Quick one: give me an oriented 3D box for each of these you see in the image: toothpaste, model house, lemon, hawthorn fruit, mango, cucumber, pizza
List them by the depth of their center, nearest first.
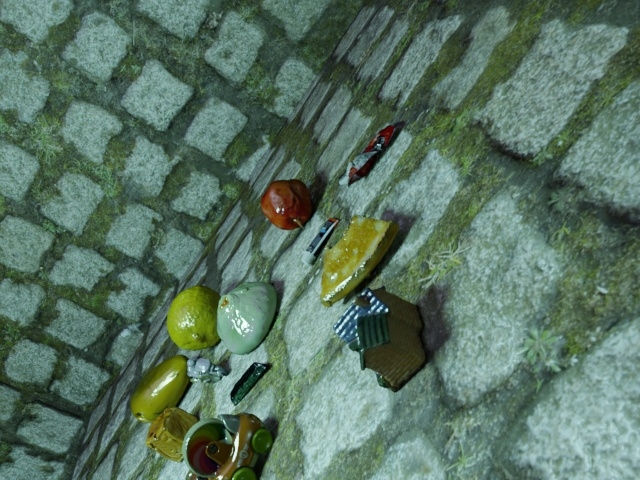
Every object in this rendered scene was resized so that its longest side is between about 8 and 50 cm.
[{"bbox_3d":[0.120,0.209,1.209,0.166,0.172,0.183,-49,24,22],"label":"model house"},{"bbox_3d":[0.104,0.043,1.585,0.323,0.089,0.223,-50,29,18],"label":"pizza"},{"bbox_3d":[-0.243,0.468,1.860,0.220,0.046,0.070,-50,15,24],"label":"cucumber"},{"bbox_3d":[0.000,0.000,1.944,0.194,0.045,0.071,-57,29,-11],"label":"toothpaste"},{"bbox_3d":[-0.119,-0.121,2.199,0.207,0.207,0.243,-49,51,25],"label":"hawthorn fruit"},{"bbox_3d":[-0.541,0.337,2.400,0.268,0.268,0.322,-52,18,18],"label":"lemon"},{"bbox_3d":[-0.704,0.651,2.436,0.365,0.182,0.253,-51,17,17],"label":"mango"}]

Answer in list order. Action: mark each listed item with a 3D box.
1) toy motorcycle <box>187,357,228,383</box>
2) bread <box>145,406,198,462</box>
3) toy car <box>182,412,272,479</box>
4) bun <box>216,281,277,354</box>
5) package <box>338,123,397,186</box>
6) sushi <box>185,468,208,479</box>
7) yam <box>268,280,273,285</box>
[{"bbox_3d":[-0.461,0.507,2.138,0.225,0.152,0.073,-31,35,50],"label":"toy motorcycle"},{"bbox_3d":[-0.556,0.729,2.059,0.149,0.158,0.143,-52,17,21],"label":"bread"},{"bbox_3d":[-0.273,0.579,1.532,0.145,0.235,0.235,-15,48,61],"label":"toy car"},{"bbox_3d":[-0.301,0.274,2.047,0.293,0.187,0.293,-49,24,31],"label":"bun"},{"bbox_3d":[0.165,-0.297,1.945,0.269,0.071,0.194,-48,23,-6],"label":"package"},{"bbox_3d":[-0.423,0.808,1.797,0.231,0.047,0.220,-25,39,55],"label":"sushi"},{"bbox_3d":[-0.225,0.202,2.200,0.116,0.021,0.021,-48,24,29],"label":"yam"}]
